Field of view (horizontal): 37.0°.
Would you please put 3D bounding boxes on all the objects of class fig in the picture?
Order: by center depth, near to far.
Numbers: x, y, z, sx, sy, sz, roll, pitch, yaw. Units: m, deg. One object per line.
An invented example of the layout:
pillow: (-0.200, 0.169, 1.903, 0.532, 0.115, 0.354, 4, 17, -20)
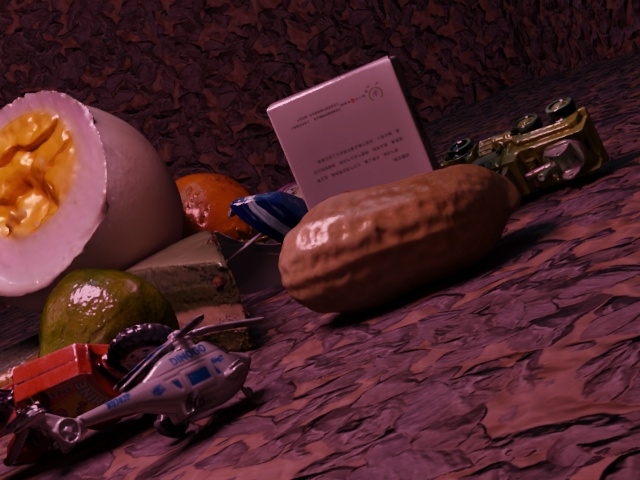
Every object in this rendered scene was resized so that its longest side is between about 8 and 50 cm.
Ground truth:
fig: (-0.317, 0.158, 1.321, 0.203, 0.203, 0.235, -15, 30, 40)

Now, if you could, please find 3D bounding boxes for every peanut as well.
peanut: (0.109, -0.005, 1.268, 0.340, 0.158, 0.174, -18, -21, 3)

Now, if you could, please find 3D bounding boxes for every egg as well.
egg: (-0.394, -0.038, 1.639, 0.354, 0.355, 0.340, -19, -21, 22)

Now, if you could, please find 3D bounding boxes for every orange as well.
orange: (-0.223, -0.014, 1.870, 0.240, 0.240, 0.240, -22, 9, 3)

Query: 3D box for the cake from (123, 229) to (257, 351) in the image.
cake: (-0.199, 0.100, 1.417, 0.172, 0.158, 0.283, -25, 12, -8)

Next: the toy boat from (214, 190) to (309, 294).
toy boat: (-0.117, 0.040, 1.602, 0.291, 0.220, 0.067, -40, 35, 26)

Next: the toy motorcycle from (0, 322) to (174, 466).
toy motorcycle: (-0.292, 0.187, 1.162, 0.298, 0.089, 0.171, -24, -28, 8)

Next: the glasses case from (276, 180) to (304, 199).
glasses case: (0.063, -0.056, 1.659, 0.316, 0.076, 0.123, 12, 22, 32)

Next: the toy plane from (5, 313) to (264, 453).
toy plane: (-0.173, 0.160, 1.008, 0.182, 0.107, 0.273, -35, -9, 25)

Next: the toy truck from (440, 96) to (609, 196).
toy truck: (0.314, -0.118, 1.542, 0.259, 0.128, 0.135, -16, 25, 37)

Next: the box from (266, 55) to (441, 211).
box: (0.072, -0.104, 1.450, 0.200, 0.299, 0.106, -20, 8, 14)

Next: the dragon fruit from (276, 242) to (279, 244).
dragon fruit: (0.000, 0.000, 1.744, 0.190, 0.094, 0.094, -17, 5, -26)

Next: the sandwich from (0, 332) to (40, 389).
sandwich: (-0.457, 0.207, 1.570, 0.301, 0.099, 0.271, -26, 6, -31)
